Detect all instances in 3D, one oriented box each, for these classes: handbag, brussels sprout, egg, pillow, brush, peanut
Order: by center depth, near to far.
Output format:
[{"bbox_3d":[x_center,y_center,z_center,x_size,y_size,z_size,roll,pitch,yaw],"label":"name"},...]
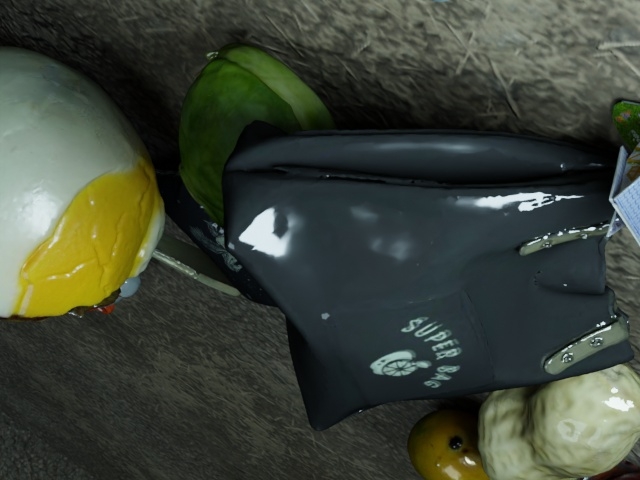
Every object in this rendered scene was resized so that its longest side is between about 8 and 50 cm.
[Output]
[{"bbox_3d":[0.099,0.035,1.106,0.288,0.152,0.342,-7,145,11],"label":"handbag"},{"bbox_3d":[-0.055,-0.074,1.195,0.145,0.131,0.183,36,155,18],"label":"brussels sprout"},{"bbox_3d":[0.216,0.164,1.292,0.123,0.123,0.257,36,155,3],"label":"peanut"},{"bbox_3d":[-0.297,-0.086,1.404,0.337,0.337,0.201,35,117,4],"label":"egg"},{"bbox_3d":[-0.099,-0.003,1.504,0.208,0.055,0.141,49,163,-24],"label":"pillow"},{"bbox_3d":[-0.229,-0.016,1.576,0.336,0.085,0.020,26,123,-12],"label":"brush"}]

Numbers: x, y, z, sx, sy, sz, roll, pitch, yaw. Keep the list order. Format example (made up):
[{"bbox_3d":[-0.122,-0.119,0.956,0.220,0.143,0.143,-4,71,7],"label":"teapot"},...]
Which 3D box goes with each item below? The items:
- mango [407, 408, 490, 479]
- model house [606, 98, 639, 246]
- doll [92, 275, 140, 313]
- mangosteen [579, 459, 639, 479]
[{"bbox_3d":[0.146,0.235,1.564,0.111,0.089,0.163,42,165,-16],"label":"mango"},{"bbox_3d":[0.248,-0.022,0.909,0.167,0.088,0.117,9,144,49],"label":"model house"},{"bbox_3d":[-0.319,-0.005,1.749,0.199,0.105,0.336,18,151,23],"label":"doll"},{"bbox_3d":[0.309,0.302,1.374,0.200,0.200,0.200,31,157,15],"label":"mangosteen"}]
